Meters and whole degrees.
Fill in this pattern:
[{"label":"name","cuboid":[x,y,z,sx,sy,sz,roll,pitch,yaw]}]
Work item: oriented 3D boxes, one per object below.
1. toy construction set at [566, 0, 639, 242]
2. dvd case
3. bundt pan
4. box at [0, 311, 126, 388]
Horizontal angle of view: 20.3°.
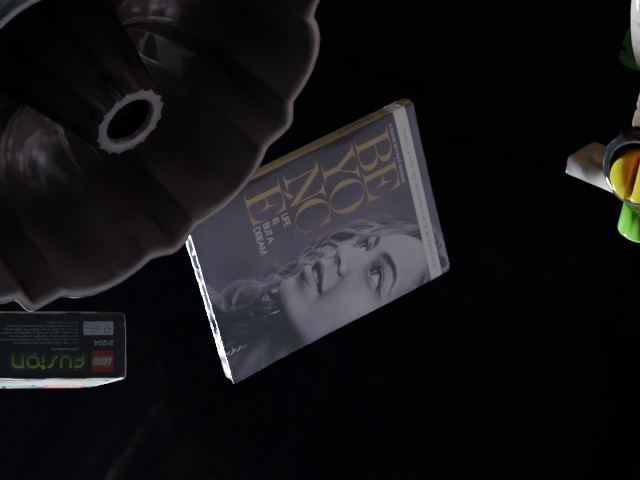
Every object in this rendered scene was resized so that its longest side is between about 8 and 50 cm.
[{"label":"toy construction set","cuboid":[0.317,-0.113,1.286,0.257,0.309,0.237,-70,-10,-69]},{"label":"dvd case","cuboid":[0.000,0.000,1.460,0.221,0.018,0.164,-27,-59,-22]},{"label":"bundt pan","cuboid":[-0.164,-0.115,1.214,0.331,0.124,0.331,-33,-30,-22]},{"label":"box","cuboid":[-0.215,0.060,0.956,0.114,0.207,0.036,155,115,-73]}]
